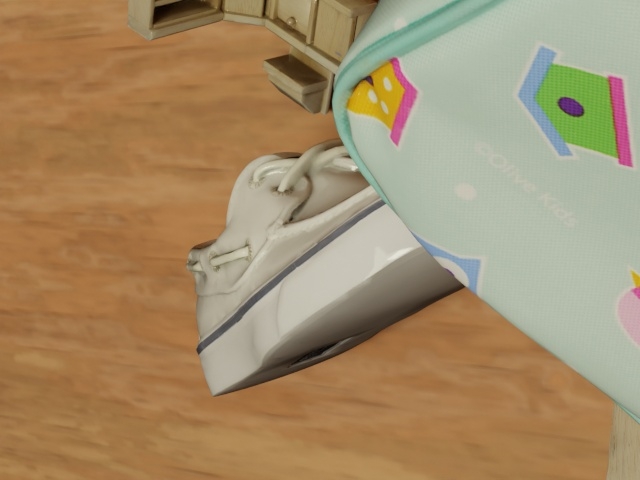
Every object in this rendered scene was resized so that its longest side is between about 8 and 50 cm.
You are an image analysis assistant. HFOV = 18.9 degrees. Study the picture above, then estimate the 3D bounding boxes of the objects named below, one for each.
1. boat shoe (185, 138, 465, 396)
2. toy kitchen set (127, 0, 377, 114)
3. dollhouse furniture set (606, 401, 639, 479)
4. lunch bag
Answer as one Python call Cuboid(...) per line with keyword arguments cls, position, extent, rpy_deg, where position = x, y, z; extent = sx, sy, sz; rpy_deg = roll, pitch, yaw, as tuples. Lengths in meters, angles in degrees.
Cuboid(cls="boat shoe", position=(0.000, 0.000, 0.829), extent=(0.267, 0.096, 0.088), rpy_deg=(138, 113, -70))
Cuboid(cls="toy kitchen set", position=(-0.032, -0.086, 0.855), extent=(0.083, 0.075, 0.068), rpy_deg=(37, 132, 37))
Cuboid(cls="dollhouse furniture set", position=(0.122, 0.009, 0.690), extent=(0.184, 0.129, 0.129), rpy_deg=(24, 124, 38))
Cuboid(cls="lunch bag", position=(0.163, -0.011, 0.445), extent=(0.279, 0.108, 0.224), rpy_deg=(37, 148, -16))
